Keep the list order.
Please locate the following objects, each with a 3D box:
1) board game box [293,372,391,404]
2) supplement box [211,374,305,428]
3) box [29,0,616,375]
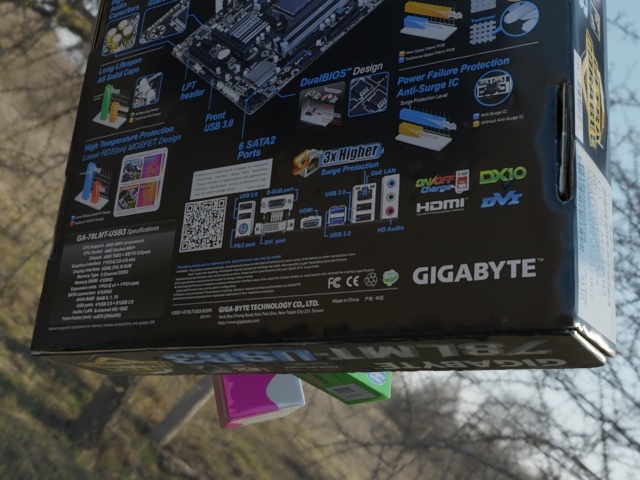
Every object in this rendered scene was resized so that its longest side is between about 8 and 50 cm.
[{"bbox_3d":[0.000,0.000,1.010,0.064,0.316,0.242,-16,-36,35],"label":"board game box"},{"bbox_3d":[-0.101,0.215,1.316,0.220,0.111,0.113,125,-45,-72],"label":"supplement box"},{"bbox_3d":[-0.004,-0.080,0.459,0.296,0.293,0.073,-7,-23,30],"label":"box"}]
